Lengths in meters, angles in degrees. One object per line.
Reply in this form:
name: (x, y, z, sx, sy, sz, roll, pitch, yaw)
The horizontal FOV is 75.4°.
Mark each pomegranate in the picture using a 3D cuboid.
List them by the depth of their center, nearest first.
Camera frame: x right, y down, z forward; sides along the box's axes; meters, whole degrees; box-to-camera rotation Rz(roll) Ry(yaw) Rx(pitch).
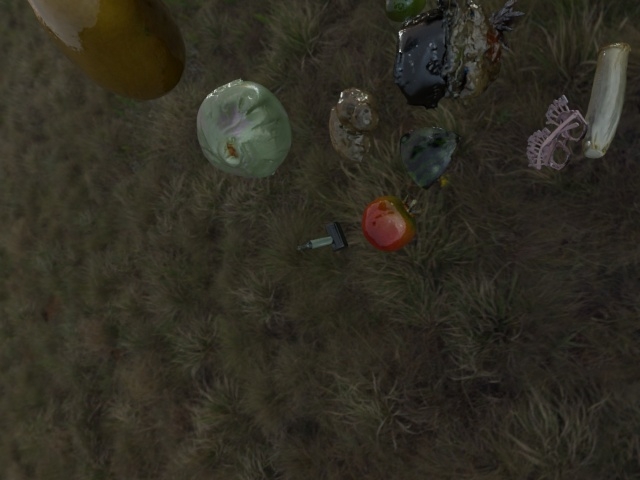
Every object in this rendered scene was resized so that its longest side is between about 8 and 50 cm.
pomegranate: (0.332, -0.978, 1.634, 0.180, 0.209, 0.179, -1, 72, 3)
pomegranate: (0.287, -0.077, 1.638, 0.257, 0.221, 0.220, -33, 65, 24)

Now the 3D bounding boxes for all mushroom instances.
mushroom: (0.868, -0.427, 1.265, 0.095, 0.123, 0.350, 11, 96, 41)

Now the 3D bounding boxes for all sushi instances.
sushi: (0.301, -0.431, 0.962, 0.219, 0.238, 0.224, 5, 53, 29)

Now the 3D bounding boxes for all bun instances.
bun: (-0.231, -0.304, 1.201, 0.293, 0.293, 0.187, -53, 13, 24)

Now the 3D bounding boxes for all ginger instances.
ginger: (0.123, -0.428, 1.497, 0.304, 0.156, 0.244, 104, 150, -72)

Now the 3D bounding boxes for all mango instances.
mango: (-0.420, -0.438, 0.823, 0.232, 0.300, 0.446, -46, 12, -4)

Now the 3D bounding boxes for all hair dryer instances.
hair dryer: (0.000, 0.000, 1.429, 0.057, 0.198, 0.100, -38, 70, 54)

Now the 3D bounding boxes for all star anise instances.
star anise: (0.450, -0.542, 1.060, 0.141, 0.042, 0.140, -172, 90, -69)

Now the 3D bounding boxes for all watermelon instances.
watermelon: (0.335, -0.257, 1.307, 0.193, 0.137, 0.145, 8, 65, 33)

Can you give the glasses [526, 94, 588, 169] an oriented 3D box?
glasses: (0.741, -0.331, 1.344, 0.255, 0.096, 0.162, 102, 156, -45)
